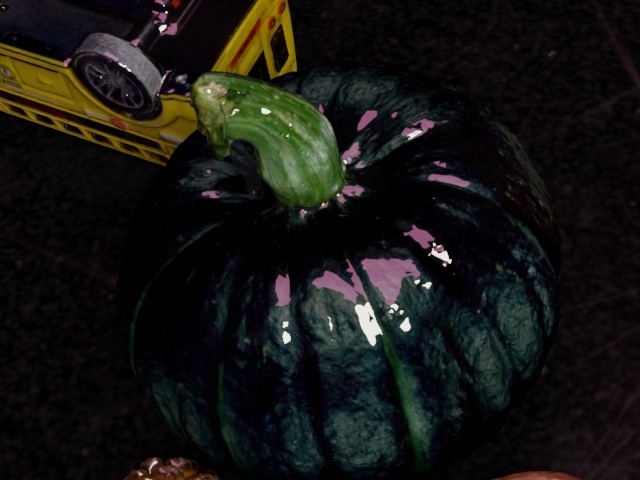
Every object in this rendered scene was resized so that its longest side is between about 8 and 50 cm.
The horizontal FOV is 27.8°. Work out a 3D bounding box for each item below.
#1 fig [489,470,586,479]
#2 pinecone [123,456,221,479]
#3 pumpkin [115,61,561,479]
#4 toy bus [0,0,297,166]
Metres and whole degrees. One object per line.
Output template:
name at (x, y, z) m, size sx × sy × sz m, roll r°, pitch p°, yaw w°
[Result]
fig at (0.056, 0.218, 0.555) m, size 0.257 × 0.159 × 0.159 m, roll -38°, pitch 55°, yaw -26°
pinecone at (-0.080, 0.160, 0.664) m, size 0.102 × 0.102 × 0.109 m, roll -13°, pitch 43°, yaw -1°
pumpkin at (0.000, 0.000, 0.681) m, size 0.248 × 0.248 × 0.248 m, roll -5°, pitch 52°, yaw 6°
toy bus at (-0.189, -0.156, 0.896) m, size 0.331 × 0.151 × 0.145 m, roll 19°, pitch 64°, yaw 20°
